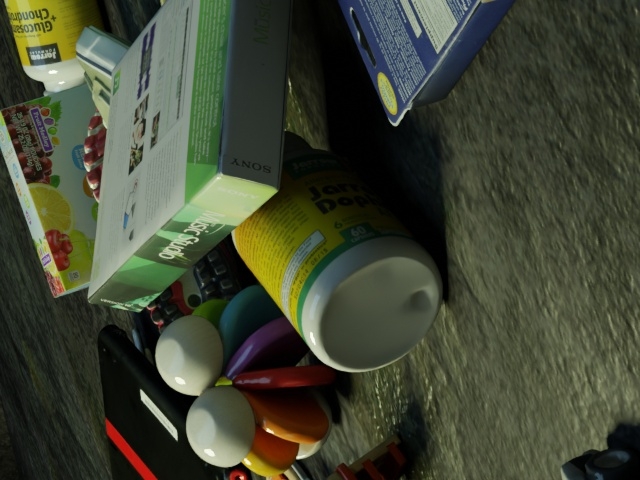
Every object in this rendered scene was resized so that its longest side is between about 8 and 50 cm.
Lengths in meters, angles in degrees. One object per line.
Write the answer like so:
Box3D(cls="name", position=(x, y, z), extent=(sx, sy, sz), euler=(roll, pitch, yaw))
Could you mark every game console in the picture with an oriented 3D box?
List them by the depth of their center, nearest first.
Box3D(cls="game console", position=(-0.177, 0.329, 2.395), extent=(0.386, 0.060, 0.342), euler=(40, 139, 48))

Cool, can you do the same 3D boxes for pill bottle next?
Box3D(cls="pill bottle", position=(0.000, 0.000, 1.456), extent=(0.208, 0.117, 0.118), euler=(-129, 26, -48))
Box3D(cls="pill bottle", position=(-0.300, -0.245, 2.117), extent=(0.103, 0.103, 0.184), euler=(28, 135, 65))

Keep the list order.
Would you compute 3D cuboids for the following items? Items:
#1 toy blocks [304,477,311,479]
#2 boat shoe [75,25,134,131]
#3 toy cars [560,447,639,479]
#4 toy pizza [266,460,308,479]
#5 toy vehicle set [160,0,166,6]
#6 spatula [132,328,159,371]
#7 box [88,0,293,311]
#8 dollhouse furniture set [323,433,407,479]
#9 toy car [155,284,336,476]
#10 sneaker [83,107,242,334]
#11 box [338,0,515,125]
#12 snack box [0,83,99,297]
Box3D(cls="toy blocks", position=(-0.018, 0.315, 1.829), extent=(0.148, 0.123, 0.054), euler=(55, 174, 39))
Box3D(cls="boat shoe", position=(-0.177, -0.135, 1.815), extent=(0.302, 0.109, 0.094), euler=(37, 104, 57))
Box3D(cls="toy cars", position=(0.235, 0.280, 1.094), extent=(0.176, 0.087, 0.394), euler=(97, 149, -54))
Box3D(cls="toy pizza", position=(-0.023, 0.325, 1.999), extent=(0.201, 0.032, 0.201), euler=(161, 90, -73))
Box3D(cls="toy vehicle set", position=(-0.111, -0.261, 1.648), extent=(0.166, 0.035, 0.267), euler=(45, 149, 54))
Box3D(cls="spatula", position=(-0.203, 0.246, 2.489), extent=(0.168, 0.019, 0.242), euler=(-146, 42, -67))
Box3D(cls="box", position=(-0.110, -0.097, 1.526), extent=(0.322, 0.058, 0.232), euler=(141, 137, -60))
Box3D(cls="dollhouse furniture set", position=(0.082, 0.311, 1.581), extent=(0.259, 0.135, 0.262), euler=(53, 158, 17))
Box3D(cls="toy car", position=(-0.053, 0.123, 1.741), extent=(0.136, 0.159, 0.182), euler=(-40, 65, 34))
Box3D(cls="sneaker", position=(-0.161, -0.021, 1.925), extent=(0.112, 0.120, 0.299), euler=(45, -152, -78))
Box3D(cls="box", position=(0.063, -0.176, 1.215), extent=(0.136, 0.036, 0.225), euler=(67, 161, 12))
Box3D(cls="snack box", position=(-0.237, -0.064, 1.999), extent=(0.070, 0.174, 0.207), euler=(-23, 86, 69))
